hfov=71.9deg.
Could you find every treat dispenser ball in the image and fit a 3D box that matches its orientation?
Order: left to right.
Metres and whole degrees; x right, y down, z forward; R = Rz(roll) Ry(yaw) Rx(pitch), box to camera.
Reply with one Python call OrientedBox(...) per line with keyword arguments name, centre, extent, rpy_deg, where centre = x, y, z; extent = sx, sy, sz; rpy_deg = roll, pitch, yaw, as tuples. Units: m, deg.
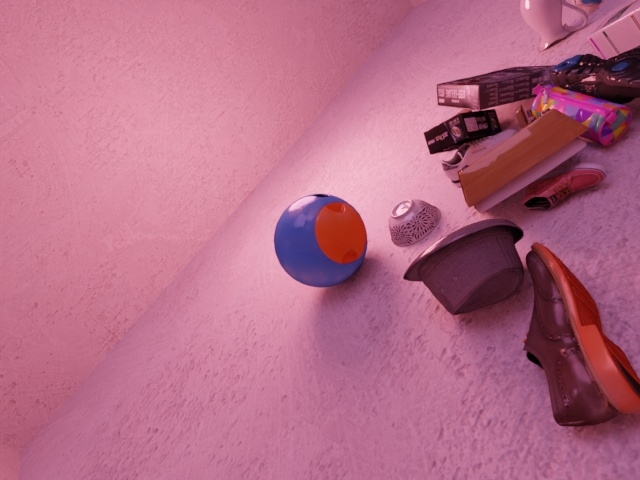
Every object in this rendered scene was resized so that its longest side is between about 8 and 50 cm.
OrientedBox(name="treat dispenser ball", centre=(0.000, 0.000, 1.358), extent=(0.288, 0.288, 0.288), rpy_deg=(-34, 26, 19))

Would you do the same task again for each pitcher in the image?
OrientedBox(name="pitcher", centre=(0.806, -0.795, 1.532), extent=(0.178, 0.207, 0.125), rpy_deg=(-17, 36, 42))

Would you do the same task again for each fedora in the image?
OrientedBox(name="fedora", centre=(0.315, 0.074, 0.922), extent=(0.275, 0.244, 0.124), rpy_deg=(-53, 46, 48))

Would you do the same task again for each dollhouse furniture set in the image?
OrientedBox(name="dollhouse furniture set", centre=(0.588, -0.317, 1.206), extent=(0.081, 0.114, 0.091), rpy_deg=(-14, 35, 40))

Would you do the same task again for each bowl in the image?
OrientedBox(name="bowl", centre=(0.266, -0.071, 1.329), extent=(0.170, 0.080, 0.170), rpy_deg=(-33, 27, 19))

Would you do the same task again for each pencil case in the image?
OrientedBox(name="pencil case", centre=(0.635, -0.317, 1.096), extent=(0.104, 0.104, 0.236), rpy_deg=(-42, 39, 3))

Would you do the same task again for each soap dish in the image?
OrientedBox(name="soap dish", centre=(0.471, -0.193, 1.081), extent=(0.291, 0.118, 0.229), rpy_deg=(-36, -3, 18))

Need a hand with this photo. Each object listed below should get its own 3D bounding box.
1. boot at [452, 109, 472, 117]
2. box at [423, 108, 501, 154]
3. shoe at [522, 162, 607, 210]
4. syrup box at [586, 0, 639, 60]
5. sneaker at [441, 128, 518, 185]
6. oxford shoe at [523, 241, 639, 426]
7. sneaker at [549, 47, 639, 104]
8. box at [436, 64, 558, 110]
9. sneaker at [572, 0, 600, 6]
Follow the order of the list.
OrientedBox(name="boot", centre=(0.482, -0.363, 1.502), extent=(0.152, 0.073, 0.197), rpy_deg=(-43, 25, 18))
OrientedBox(name="box", centre=(0.436, -0.334, 1.355), extent=(0.180, 0.077, 0.147), rpy_deg=(-17, 0, -35))
OrientedBox(name="shoe", centre=(0.550, -0.116, 1.005), extent=(0.178, 0.063, 0.081), rpy_deg=(-11, 40, 57))
OrientedBox(name="syrup box", centre=(0.856, -0.586, 1.187), extent=(0.093, 0.096, 0.237), rpy_deg=(-43, 9, -6))
OrientedBox(name="sneaker", centre=(0.475, -0.262, 1.307), extent=(0.235, 0.095, 0.090), rpy_deg=(-37, 24, 10))
OrientedBox(name="oxford shoe", centre=(0.397, 0.137, 0.754), extent=(0.133, 0.130, 0.363), rpy_deg=(-40, 20, 30))
OrientedBox(name="sneaker", centre=(0.724, -0.380, 1.083), extent=(0.125, 0.139, 0.341), rpy_deg=(-32, 25, 2))
OrientedBox(name="box", centre=(0.564, -0.486, 1.391), extent=(0.307, 0.076, 0.242), rpy_deg=(-16, 23, -11))
OrientedBox(name="sneaker", centre=(0.969, -0.904, 1.622), extent=(0.092, 0.087, 0.228), rpy_deg=(-25, 22, 47))
